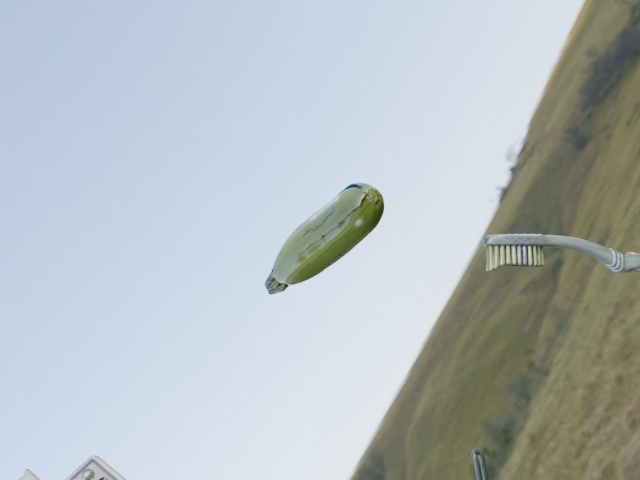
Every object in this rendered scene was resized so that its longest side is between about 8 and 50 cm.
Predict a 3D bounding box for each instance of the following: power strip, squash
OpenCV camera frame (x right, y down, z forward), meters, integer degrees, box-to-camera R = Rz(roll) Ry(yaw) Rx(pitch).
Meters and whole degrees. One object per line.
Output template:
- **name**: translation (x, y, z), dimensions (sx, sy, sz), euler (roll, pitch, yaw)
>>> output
- **power strip**: translation (-0.419, 0.421, 1.367), dimensions (0.215, 0.145, 0.061), euler (-41, -24, -36)
- **squash**: translation (0.000, 0.000, 1.429), dimensions (0.094, 0.094, 0.341), euler (-40, -2, -42)

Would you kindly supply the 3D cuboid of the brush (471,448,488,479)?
- **brush**: translation (0.252, 0.431, 1.268), dimensions (0.062, 0.027, 0.266), euler (-13, -87, -52)

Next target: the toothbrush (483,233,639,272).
- **toothbrush**: translation (0.324, 0.021, 0.843), dimensions (0.028, 0.375, 0.037), euler (158, 115, -70)
